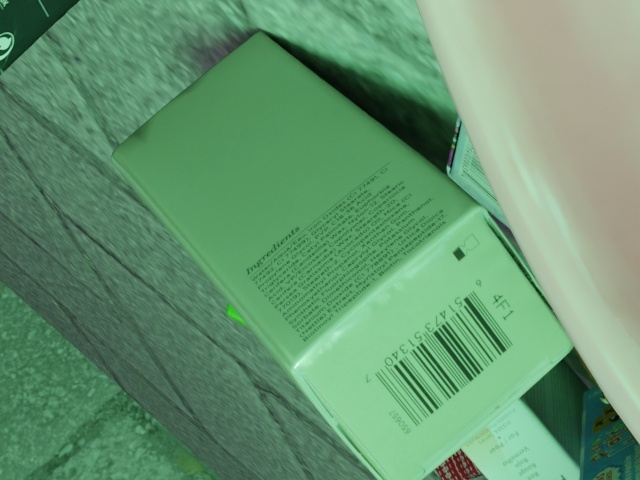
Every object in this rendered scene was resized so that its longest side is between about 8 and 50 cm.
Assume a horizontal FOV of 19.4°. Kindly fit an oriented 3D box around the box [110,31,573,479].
[{"bbox_3d":[0.000,0.000,0.902,0.094,0.113,0.275,52,177,-31],"label":"box"}]

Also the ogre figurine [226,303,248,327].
[{"bbox_3d":[-0.028,0.002,1.132,0.118,0.097,0.197,51,152,12],"label":"ogre figurine"}]

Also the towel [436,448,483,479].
[{"bbox_3d":[0.058,0.095,1.309,0.199,0.031,0.275,45,168,3],"label":"towel"}]

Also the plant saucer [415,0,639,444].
[{"bbox_3d":[0.085,-0.096,0.259,0.332,0.084,0.332,163,90,-78],"label":"plant saucer"}]

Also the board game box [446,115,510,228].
[{"bbox_3d":[0.183,0.008,0.550,0.318,0.066,0.318,43,167,11],"label":"board game box"}]

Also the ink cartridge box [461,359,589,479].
[{"bbox_3d":[0.125,0.112,0.970,0.179,0.045,0.145,52,-165,-10],"label":"ink cartridge box"}]

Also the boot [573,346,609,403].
[{"bbox_3d":[0.182,0.082,0.792,0.197,0.073,0.152,54,170,1],"label":"boot"}]

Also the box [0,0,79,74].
[{"bbox_3d":[-0.153,-0.204,0.670,0.261,0.184,0.103,39,164,25],"label":"box"}]

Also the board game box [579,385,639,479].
[{"bbox_3d":[0.176,0.158,0.857,0.160,0.039,0.211,56,-164,-6],"label":"board game box"}]
